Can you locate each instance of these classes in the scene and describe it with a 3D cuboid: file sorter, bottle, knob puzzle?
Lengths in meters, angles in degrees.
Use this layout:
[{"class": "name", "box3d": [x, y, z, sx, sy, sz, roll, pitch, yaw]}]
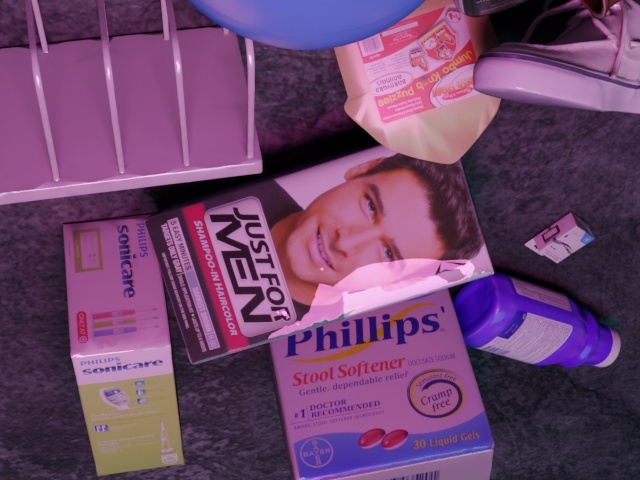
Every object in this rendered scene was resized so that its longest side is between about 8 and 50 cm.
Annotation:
[{"class": "file sorter", "box3d": [-0.209, -0.176, 1.207, 0.278, 0.193, 0.173, -8, 145, -7]}, {"class": "bottle", "box3d": [0.325, 0.127, 1.826, 0.283, 0.092, 0.118, 17, 133, -33]}, {"class": "knob puzzle", "box3d": [0.118, -0.178, 1.383, 0.213, 0.030, 0.213, 0, 107, -1]}]

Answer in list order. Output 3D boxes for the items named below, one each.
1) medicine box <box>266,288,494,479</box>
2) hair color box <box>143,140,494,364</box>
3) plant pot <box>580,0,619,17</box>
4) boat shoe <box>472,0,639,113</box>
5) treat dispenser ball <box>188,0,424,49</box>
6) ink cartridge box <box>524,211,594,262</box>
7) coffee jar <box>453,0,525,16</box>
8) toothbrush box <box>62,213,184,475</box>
[{"class": "medicine box", "box3d": [0.073, 0.215, 1.700, 0.263, 0.289, 0.149, -10, 143, -5]}, {"class": "hair color box", "box3d": [0.000, 0.000, 1.483, 0.374, 0.185, 0.113, -17, -174, 4]}, {"class": "plant pot", "box3d": [0.314, -0.331, 1.219, 0.165, 0.167, 0.167, -26, 140, 4]}, {"class": "boat shoe", "box3d": [0.314, -0.219, 1.354, 0.367, 0.136, 0.156, 0, 98, -36]}, {"class": "treat dispenser ball", "box3d": [-0.012, -0.306, 1.040, 0.288, 0.288, 0.288, -8, 141, -7]}, {"class": "ink cartridge box", "box3d": [0.333, 0.001, 1.725, 0.083, 0.028, 0.048, -37, 136, 27]}, {"class": "coffee jar", "box3d": [0.162, -0.318, 1.243, 0.096, 0.079, 0.184, -19, 141, 4]}, {"class": "toothbrush box", "box3d": [-0.249, 0.138, 1.578, 0.122, 0.206, 0.283, -6, 142, -9]}]
